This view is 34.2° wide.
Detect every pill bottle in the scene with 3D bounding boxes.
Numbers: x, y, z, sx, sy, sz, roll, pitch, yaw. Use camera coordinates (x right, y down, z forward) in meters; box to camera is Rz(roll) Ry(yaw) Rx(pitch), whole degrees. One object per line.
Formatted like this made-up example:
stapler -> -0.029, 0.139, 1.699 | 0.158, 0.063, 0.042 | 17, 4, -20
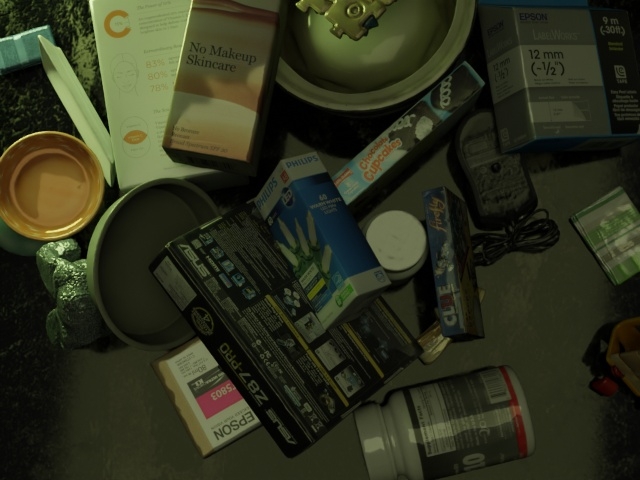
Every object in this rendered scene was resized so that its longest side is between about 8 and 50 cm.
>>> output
pill bottle -> 0.208, 0.321, 1.775 | 0.283, 0.161, 0.161 | -14, 83, 0
pill bottle -> 0.123, 0.013, 1.785 | 0.121, 0.221, 0.121 | 0, 82, 1

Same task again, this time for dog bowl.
dog bowl -> 0.078, -0.395, 1.846 | 0.407, 0.150, 0.408 | -2, 77, 9

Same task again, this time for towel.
towel -> 0.539, -0.009, 1.881 | 0.113, 0.023, 0.152 | -31, 83, -2
towel -> -0.551, -0.357, 1.941 | 0.119, 0.029, 0.067 | -18, 83, -1

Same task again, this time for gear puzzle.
gear puzzle -> -0.005, -0.480, 1.786 | 0.339, 0.044, 0.175 | 41, 88, 19

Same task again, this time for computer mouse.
computer mouse -> 0.311, -0.103, 1.879 | 0.188, 0.072, 0.272 | -13, 93, 0

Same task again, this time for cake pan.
cake pan -> -0.277, 0.038, 1.754 | 0.054, 0.293, 0.293 | 8, 81, 41

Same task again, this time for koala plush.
koala plush -> -0.359, 0.092, 1.815 | 0.221, 0.203, 0.196 | -10, 100, -26

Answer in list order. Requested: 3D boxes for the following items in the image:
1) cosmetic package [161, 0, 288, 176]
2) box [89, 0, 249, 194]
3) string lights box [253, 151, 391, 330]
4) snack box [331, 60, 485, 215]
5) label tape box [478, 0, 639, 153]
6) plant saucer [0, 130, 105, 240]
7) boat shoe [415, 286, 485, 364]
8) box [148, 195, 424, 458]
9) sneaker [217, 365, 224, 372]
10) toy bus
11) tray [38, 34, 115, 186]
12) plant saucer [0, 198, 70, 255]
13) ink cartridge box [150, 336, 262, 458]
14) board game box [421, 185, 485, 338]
cosmetic package -> -0.153, -0.269, 1.705 | 0.153, 0.129, 0.296 | 9, 82, 2
box -> -0.265, -0.260, 1.854 | 0.215, 0.168, 0.345 | -10, 83, 0
string lights box -> 0.000, 0.000, 1.706 | 0.076, 0.133, 0.260 | -18, 70, -34
snack box -> 0.142, -0.167, 1.825 | 0.322, 0.187, 0.060 | -41, 84, -4
label tape box -> 0.424, -0.335, 1.839 | 0.249, 0.115, 0.348 | -4, 83, -24
plant saucer -> -0.485, -0.095, 1.865 | 0.199, 0.037, 0.200 | 0, 81, -3
boat shoe -> 0.224, 0.141, 1.847 | 0.059, 0.063, 0.170 | 40, 86, 0
box -> -0.051, 0.118, 1.750 | 0.318, 0.097, 0.395 | -33, 82, -42
sneaker -> -0.089, 0.213, 1.758 | 0.161, 0.057, 0.075 | 21, 88, 6
toy bus -> 0.588, 0.219, 1.806 | 0.190, 0.202, 0.104 | 18, 53, 10
tray -> -0.429, -0.234, 1.869 | 0.030, 0.145, 0.270 | -29, 83, -15
plant saucer -> -0.533, -0.069, 1.901 | 0.194, 0.037, 0.195 | 0, 82, 2
ink cartridge box -> -0.150, 0.242, 1.829 | 0.234, 0.088, 0.193 | -30, 82, -4
board game box -> 0.225, 0.043, 1.751 | 0.042, 0.165, 0.243 | -10, 79, 18
